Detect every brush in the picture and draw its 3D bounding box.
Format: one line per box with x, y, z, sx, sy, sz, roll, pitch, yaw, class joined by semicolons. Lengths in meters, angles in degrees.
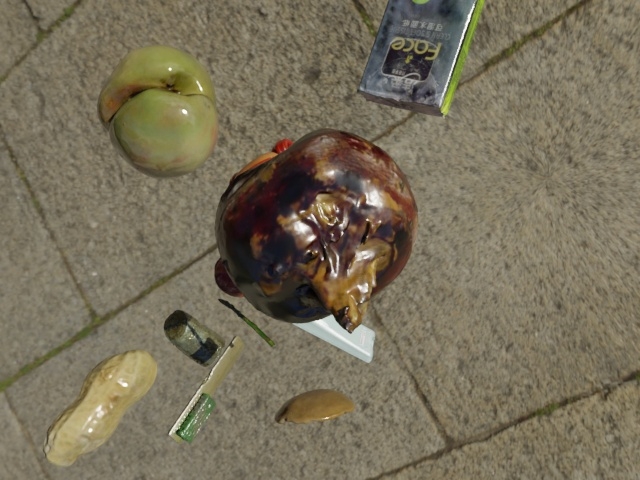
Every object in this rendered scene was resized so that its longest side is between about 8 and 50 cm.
-0.262;0.357;1.366;0.048;0.282;0.054;11;144;33;brush

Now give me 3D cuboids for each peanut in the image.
-0.479;0.357;1.235;0.130;0.130;0.290;30;66;16;peanut

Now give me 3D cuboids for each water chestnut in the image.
0.000;0.000;0.899;0.334;0.347;0.336;-5;127;-7;water chestnut

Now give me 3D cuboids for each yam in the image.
-0.348;0.275;1.577;0.107;0.107;0.183;-28;127;22;yam

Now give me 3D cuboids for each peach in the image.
-0.351;-0.276;1.261;0.292;0.247;0.293;31;131;44;peach

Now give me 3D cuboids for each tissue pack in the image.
0.184;-0.358;1.038;0.173;0.073;0.236;20;92;28;tissue pack

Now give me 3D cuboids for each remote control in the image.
0.020;0.207;1.459;0.293;0.103;0.051;31;129;-14;remote control

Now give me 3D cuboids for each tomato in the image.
-0.189;0.078;1.457;0.159;0.091;0.139;-35;62;-3;tomato

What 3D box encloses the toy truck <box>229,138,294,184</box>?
-0.074;-0.071;1.258;0.189;0.264;0.239;-32;57;22;toy truck

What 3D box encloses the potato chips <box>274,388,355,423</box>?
-0.016;0.415;1.441;0.207;0.195;0.062;-4;85;-8;potato chips

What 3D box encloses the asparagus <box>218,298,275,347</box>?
-0.163;0.179;1.259;0.162;0.016;0.016;41;135;2;asparagus
